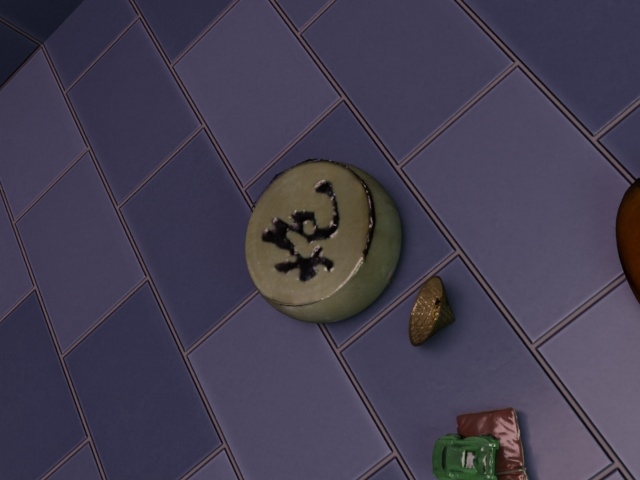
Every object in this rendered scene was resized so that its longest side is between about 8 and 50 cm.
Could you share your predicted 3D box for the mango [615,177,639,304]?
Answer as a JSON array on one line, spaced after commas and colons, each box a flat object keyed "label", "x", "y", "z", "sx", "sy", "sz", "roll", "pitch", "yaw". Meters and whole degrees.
[{"label": "mango", "x": 0.595, "y": 0.021, "z": 1.401, "sx": 0.201, "sy": 0.152, "sz": 0.287, "roll": -44, "pitch": 40, "yaw": 46}]

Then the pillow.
[{"label": "pillow", "x": 0.312, "y": 0.417, "z": 1.504, "sx": 0.126, "sy": 0.043, "sz": 0.233, "roll": -20, "pitch": 63, "yaw": 29}]

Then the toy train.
[{"label": "toy train", "x": 0.257, "y": 0.385, "z": 1.482, "sx": 0.149, "sy": 0.081, "sz": 0.099, "roll": -6, "pitch": 70, "yaw": 39}]

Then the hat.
[{"label": "hat", "x": 0.233, "y": 0.147, "z": 1.646, "sx": 0.146, "sy": 0.067, "sz": 0.146, "roll": -161, "pitch": 90, "yaw": -77}]

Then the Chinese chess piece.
[{"label": "Chinese chess piece", "x": 0.000, "y": 0.000, "z": 1.791, "sx": 0.349, "sy": 0.146, "sz": 0.349, "roll": -12, "pitch": 66, "yaw": 29}]
